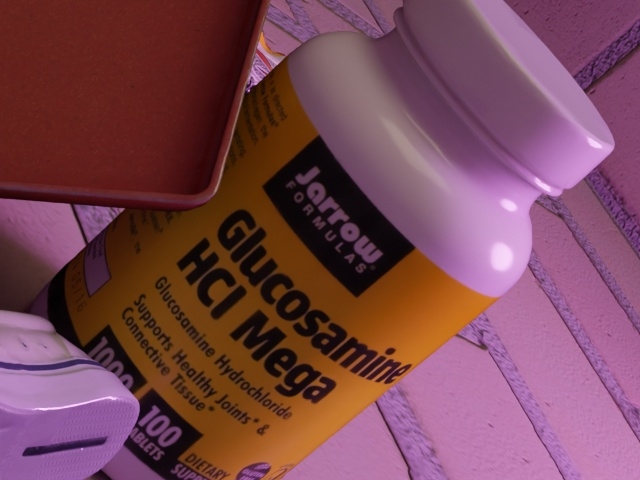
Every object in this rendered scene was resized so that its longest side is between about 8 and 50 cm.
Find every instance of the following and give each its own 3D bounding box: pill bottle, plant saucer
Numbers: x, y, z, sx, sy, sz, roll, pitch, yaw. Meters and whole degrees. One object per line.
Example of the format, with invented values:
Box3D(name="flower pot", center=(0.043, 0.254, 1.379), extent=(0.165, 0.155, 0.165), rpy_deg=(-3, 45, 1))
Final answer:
Box3D(name="pill bottle", center=(0.000, 0.000, 0.883), extent=(0.188, 0.334, 0.188), rpy_deg=(42, 19, -18))
Box3D(name="plant saucer", center=(-0.157, -0.116, 0.872), extent=(0.048, 0.259, 0.258), rpy_deg=(81, 17, -51))

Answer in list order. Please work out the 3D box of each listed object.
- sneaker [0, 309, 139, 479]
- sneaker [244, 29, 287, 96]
Box3D(name="sneaker", center=(-0.192, 0.078, 0.711), extent=(0.091, 0.094, 0.258), rpy_deg=(36, 8, 23))
Box3D(name="sneaker", center=(-0.074, -0.150, 1.458), extent=(0.225, 0.088, 0.093), rpy_deg=(46, 38, -6))
